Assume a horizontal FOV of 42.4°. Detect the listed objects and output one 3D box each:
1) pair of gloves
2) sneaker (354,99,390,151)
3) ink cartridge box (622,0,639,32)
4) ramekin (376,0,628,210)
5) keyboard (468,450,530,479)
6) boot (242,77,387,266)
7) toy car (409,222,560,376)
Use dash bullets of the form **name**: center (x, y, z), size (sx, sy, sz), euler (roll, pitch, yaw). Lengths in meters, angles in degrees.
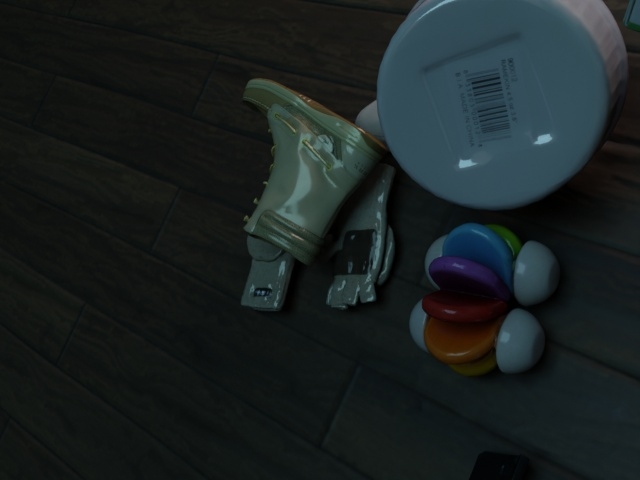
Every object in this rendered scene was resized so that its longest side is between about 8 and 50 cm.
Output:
- **pair of gloves**: center (0.000, 0.000, 1.150), size (0.240, 0.042, 0.204), euler (-6, 70, 33)
- **sneaker**: center (0.146, -0.201, 1.072), size (0.263, 0.121, 0.099), euler (-19, 62, 29)
- **ink cartridge box**: center (0.443, -0.251, 0.751), size (0.211, 0.289, 0.121), euler (28, 131, 28)
- **ramekin**: center (0.195, -0.167, 0.921), size (0.277, 0.135, 0.277), euler (8, 113, 19)
- **keyboard**: center (0.174, 0.310, 0.870), size (0.180, 0.023, 0.108), euler (-64, 17, -20)
- **boot**: center (-0.054, -0.099, 1.140), size (0.262, 0.095, 0.203), euler (34, 95, 35)
- **toy car**: center (0.173, 0.060, 0.941), size (0.159, 0.136, 0.181), euler (8, 77, 38)
